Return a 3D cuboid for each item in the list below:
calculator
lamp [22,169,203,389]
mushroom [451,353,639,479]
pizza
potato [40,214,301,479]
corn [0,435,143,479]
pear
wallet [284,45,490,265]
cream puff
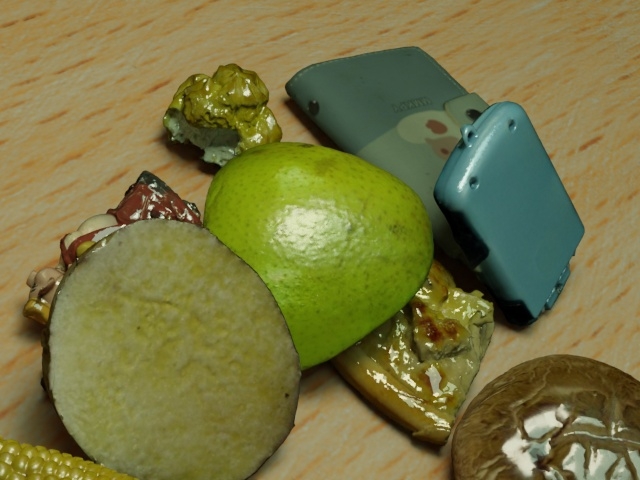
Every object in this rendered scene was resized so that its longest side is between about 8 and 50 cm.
[{"bbox_3d":[0.226,-0.028,1.466,0.051,0.293,0.173,11,56,44],"label":"calculator"},{"bbox_3d":[-0.232,0.040,1.303,0.118,0.118,0.253,37,64,12],"label":"lamp"},{"bbox_3d":[0.274,0.238,1.310,0.278,0.146,0.278,7,49,-8],"label":"mushroom"},{"bbox_3d":[0.093,0.076,1.427,0.223,0.089,0.323,-23,62,-33],"label":"pizza"},{"bbox_3d":[-0.160,0.113,1.219,0.239,0.116,0.299,-46,118,-19],"label":"potato"},{"bbox_3d":[-0.203,0.260,1.100,0.347,0.130,0.130,22,45,-1],"label":"corn"},{"bbox_3d":[0.000,-0.005,1.341,0.239,0.139,0.288,0,53,10],"label":"pear"},{"bbox_3d":[0.150,-0.125,1.627,0.252,0.083,0.360,-21,58,-39],"label":"wallet"},{"bbox_3d":[-0.108,-0.151,1.511,0.156,0.156,0.121,31,63,6],"label":"cream puff"}]
